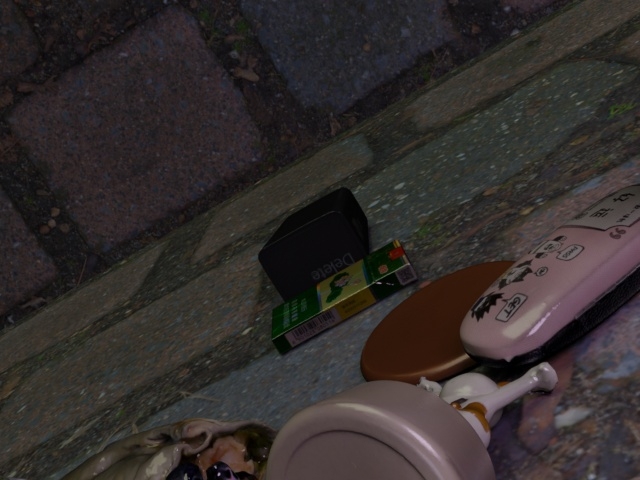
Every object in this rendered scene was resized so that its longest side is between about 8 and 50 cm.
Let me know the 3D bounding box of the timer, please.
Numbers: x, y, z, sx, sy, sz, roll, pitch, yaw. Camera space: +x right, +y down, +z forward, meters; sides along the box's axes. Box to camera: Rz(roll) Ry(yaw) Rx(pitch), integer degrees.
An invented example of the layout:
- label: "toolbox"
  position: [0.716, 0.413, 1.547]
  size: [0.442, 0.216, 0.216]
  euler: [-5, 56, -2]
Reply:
- label: "timer"
  position: [0.098, 0.169, 0.698]
  size: [0.175, 0.175, 0.266]
  euler: [-21, 2, 35]

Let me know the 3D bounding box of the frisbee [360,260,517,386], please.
- label: "frisbee"
  position: [0.156, 0.097, 1.003]
  size: [0.250, 0.021, 0.251]
  euler: [-29, 16, 9]

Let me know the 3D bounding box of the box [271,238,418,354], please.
- label: "box"
  position: [0.032, 0.083, 1.258]
  size: [0.235, 0.034, 0.132]
  euler: [-29, 15, 6]

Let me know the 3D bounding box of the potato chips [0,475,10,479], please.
- label: "potato chips"
  position: [-0.246, 0.348, 0.494]
  size: [0.429, 0.070, 0.358]
  euler: [120, 170, -51]

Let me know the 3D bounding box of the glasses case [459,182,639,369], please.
- label: "glasses case"
  position: [0.278, 0.030, 0.867]
  size: [0.314, 0.075, 0.122]
  euler: [-35, 20, -17]

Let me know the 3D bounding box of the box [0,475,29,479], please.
- label: "box"
  position: [-0.518, 0.412, 1.133]
  size: [0.369, 0.112, 0.190]
  euler: [-14, 21, 47]

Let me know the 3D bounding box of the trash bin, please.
- label: "trash bin"
  position: [0.000, 0.000, 1.461]
  size: [0.165, 0.115, 0.225]
  euler: [-29, 11, 13]

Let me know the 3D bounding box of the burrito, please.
- label: "burrito"
  position: [-0.212, 0.291, 0.893]
  size: [0.332, 0.135, 0.190]
  euler: [-26, 22, 32]

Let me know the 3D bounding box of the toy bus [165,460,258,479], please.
- label: "toy bus"
  position: [-0.087, 0.241, 0.584]
  size: [0.112, 0.138, 0.317]
  euler: [-34, -11, -4]
